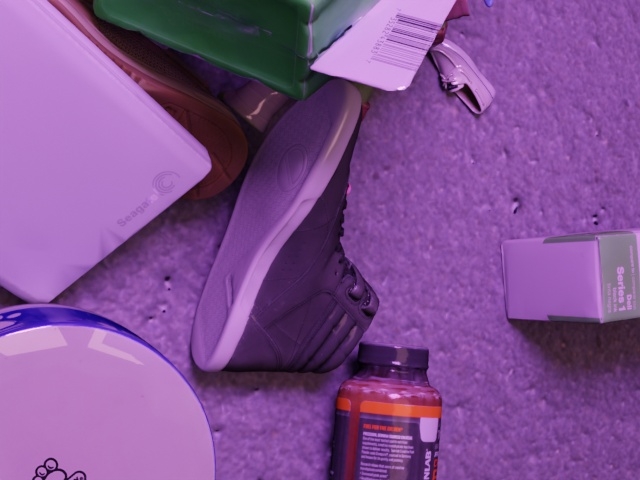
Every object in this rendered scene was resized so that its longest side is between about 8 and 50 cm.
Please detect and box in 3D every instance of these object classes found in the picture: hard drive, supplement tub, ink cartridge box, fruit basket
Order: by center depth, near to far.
[{"bbox_3d":[-0.255,-0.089,0.730,0.203,0.040,0.307,-37,131,11],"label":"hard drive"},{"bbox_3d":[-0.019,-0.283,0.788,0.327,0.165,0.353,23,53,9],"label":"fruit basket"},{"bbox_3d":[0.064,0.200,0.943,0.106,0.106,0.198,8,83,-25],"label":"supplement tub"},{"bbox_3d":[0.334,0.033,1.054,0.219,0.160,0.093,-4,89,-25],"label":"ink cartridge box"}]

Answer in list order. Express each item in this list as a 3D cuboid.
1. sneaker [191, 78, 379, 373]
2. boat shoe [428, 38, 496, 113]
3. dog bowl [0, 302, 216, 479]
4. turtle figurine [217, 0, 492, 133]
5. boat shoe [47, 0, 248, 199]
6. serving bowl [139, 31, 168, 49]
[{"bbox_3d":[0.000,0.000,0.892,0.146,0.104,0.296,14,111,-31],"label":"sneaker"},{"bbox_3d":[0.148,-0.176,1.049,0.100,0.035,0.035,44,67,-24],"label":"boat shoe"},{"bbox_3d":[-0.223,0.188,0.790,0.264,0.104,0.265,-2,94,-25],"label":"dog bowl"},{"bbox_3d":[0.019,-0.215,0.941,0.274,0.198,0.266,39,95,25],"label":"turtle figurine"},{"bbox_3d":[-0.214,-0.147,0.808,0.341,0.110,0.122,32,110,-36],"label":"boat shoe"},{"bbox_3d":[-0.176,-0.203,0.897,0.083,0.027,0.083,1,87,-26],"label":"serving bowl"}]
